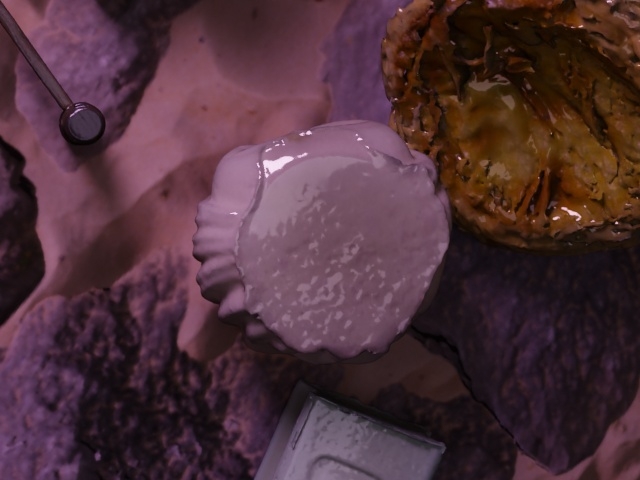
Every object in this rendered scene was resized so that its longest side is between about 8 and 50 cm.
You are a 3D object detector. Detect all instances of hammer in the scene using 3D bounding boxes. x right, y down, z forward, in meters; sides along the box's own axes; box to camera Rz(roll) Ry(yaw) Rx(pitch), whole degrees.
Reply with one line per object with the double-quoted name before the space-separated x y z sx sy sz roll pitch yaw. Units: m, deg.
"hammer" -0.236 -0.185 1.073 0.029 0.058 0.292 -37 99 -11

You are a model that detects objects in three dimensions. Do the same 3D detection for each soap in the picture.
"soap" -0.001 0.213 1.170 0.115 0.063 0.198 22 92 -14

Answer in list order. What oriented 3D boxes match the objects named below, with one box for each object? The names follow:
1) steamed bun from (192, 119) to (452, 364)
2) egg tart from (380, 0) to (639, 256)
"steamed bun" 0.000 0.000 1.120 0.183 0.106 0.182 -3 103 -12
"egg tart" 0.160 -0.097 1.121 0.232 0.098 0.252 -30 113 35
